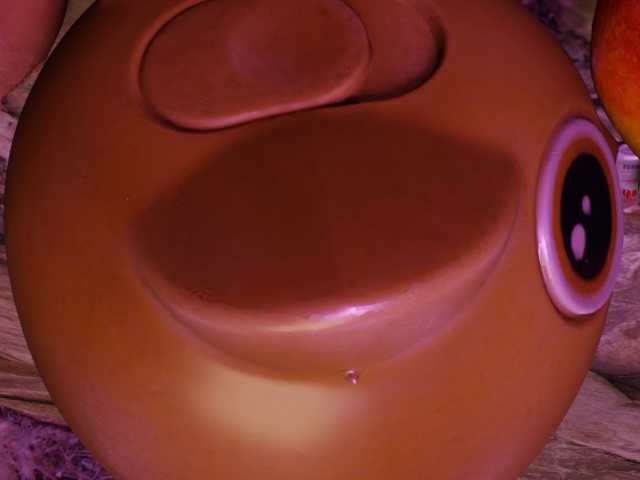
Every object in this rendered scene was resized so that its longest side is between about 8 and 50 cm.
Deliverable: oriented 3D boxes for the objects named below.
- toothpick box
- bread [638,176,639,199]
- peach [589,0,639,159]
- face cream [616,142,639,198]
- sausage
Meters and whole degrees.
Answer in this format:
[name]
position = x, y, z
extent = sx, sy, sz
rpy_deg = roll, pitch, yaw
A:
[toothpick box]
position = 0.000, 0.000, 0.622
extent = 0.408, 0.409, 0.425
rpy_deg = 5, 151, 7
[bread]
position = 0.395, -0.065, 0.789
extent = 0.228, 0.034, 0.228
rpy_deg = 1, 154, 1
[peach]
position = 0.271, -0.117, 0.518
extent = 0.230, 0.231, 0.231
rpy_deg = 7, 156, 3
[face cream]
position = 0.294, -0.065, 0.846
extent = 0.040, 0.021, 0.083
rpy_deg = -1, 154, 13
[sausage]
position = -0.253, -0.173, 0.710
extent = 0.087, 0.079, 0.326
rpy_deg = 8, 160, -27
